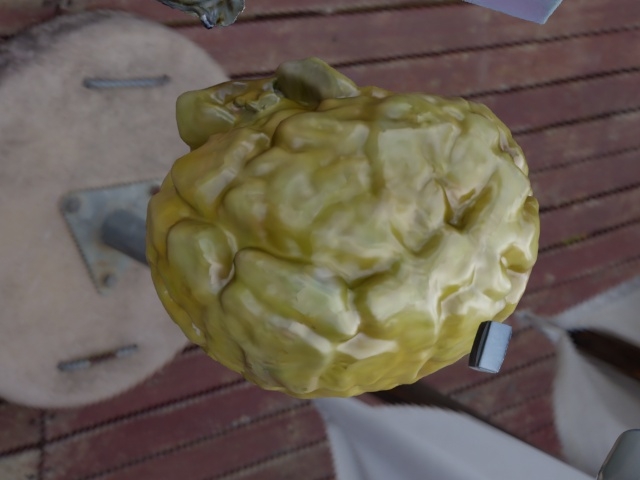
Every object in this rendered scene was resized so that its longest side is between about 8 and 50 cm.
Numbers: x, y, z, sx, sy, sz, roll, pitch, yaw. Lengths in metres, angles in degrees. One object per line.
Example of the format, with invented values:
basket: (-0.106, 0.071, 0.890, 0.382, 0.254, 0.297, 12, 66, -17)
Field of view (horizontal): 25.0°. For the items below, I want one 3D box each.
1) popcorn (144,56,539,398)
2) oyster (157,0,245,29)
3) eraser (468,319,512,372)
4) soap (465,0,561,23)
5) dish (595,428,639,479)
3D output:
popcorn: (0.019, 0.008, 1.466, 0.354, 0.390, 0.344, -63, 162, -44)
oyster: (-0.111, -0.239, 1.178, 0.053, 0.166, 0.108, -27, 127, -41)
eraser: (0.125, 0.079, 1.074, 0.083, 0.019, 0.038, 75, 34, -84)
soap: (0.070, -0.323, 1.098, 0.115, 0.347, 0.208, -61, -175, -34)
dish: (0.251, 0.245, 0.846, 0.134, 0.273, 0.273, -50, 138, -10)
